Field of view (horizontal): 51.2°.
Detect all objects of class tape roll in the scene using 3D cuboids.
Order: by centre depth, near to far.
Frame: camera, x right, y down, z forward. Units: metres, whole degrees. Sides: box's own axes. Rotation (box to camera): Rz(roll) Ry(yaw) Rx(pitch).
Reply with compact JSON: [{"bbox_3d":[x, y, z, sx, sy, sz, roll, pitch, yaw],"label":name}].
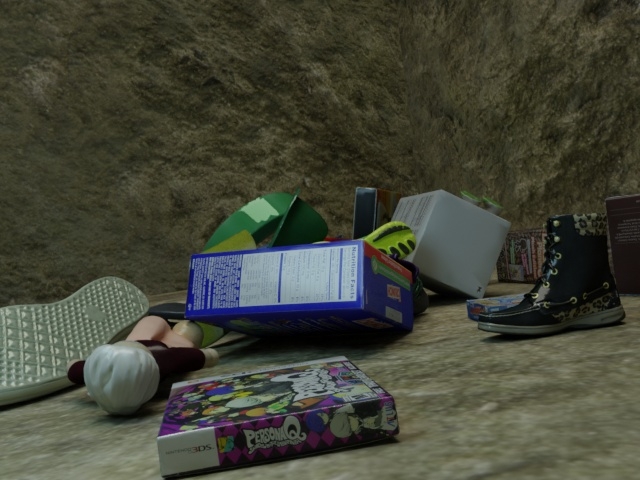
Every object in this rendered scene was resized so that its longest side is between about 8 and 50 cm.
[{"bbox_3d":[-0.138,0.039,1.575,0.321,0.321,0.077,-7,43,-49],"label":"tape roll"}]

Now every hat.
[{"bbox_3d":[0.000,0.000,1.389,0.184,0.208,0.173,27,-38,-3],"label":"hat"}]

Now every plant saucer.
[{"bbox_3d":[-0.171,0.095,1.295,0.045,0.188,0.188,9,23,26],"label":"plant saucer"}]

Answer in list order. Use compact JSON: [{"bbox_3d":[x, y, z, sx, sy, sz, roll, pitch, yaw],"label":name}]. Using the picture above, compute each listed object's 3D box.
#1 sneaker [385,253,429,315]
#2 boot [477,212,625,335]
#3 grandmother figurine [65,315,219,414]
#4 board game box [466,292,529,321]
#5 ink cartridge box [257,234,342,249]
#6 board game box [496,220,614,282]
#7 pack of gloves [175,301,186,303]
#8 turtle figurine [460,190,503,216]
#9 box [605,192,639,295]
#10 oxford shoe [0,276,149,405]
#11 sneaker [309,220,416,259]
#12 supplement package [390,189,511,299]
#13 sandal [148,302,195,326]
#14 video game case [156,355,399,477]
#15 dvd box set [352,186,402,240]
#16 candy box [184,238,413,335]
[{"bbox_3d":[0.171,0.091,1.322,0.098,0.083,0.224,-10,-31,40],"label":"sneaker"},{"bbox_3d":[0.350,0.052,1.039,0.237,0.178,0.085,-6,0,-9],"label":"boot"},{"bbox_3d":[-0.251,0.165,0.930,0.208,0.103,0.342,-15,-1,-6],"label":"grandmother figurine"},{"bbox_3d":[0.383,0.119,1.214,0.201,0.035,0.136,-7,0,-4],"label":"board game box"},{"bbox_3d":[-0.101,0.078,1.526,0.311,0.065,0.185,-20,-35,-36],"label":"ink cartridge box"},{"bbox_3d":[0.648,0.032,1.795,0.232,0.141,0.291,-7,0,-19],"label":"board game box"},{"bbox_3d":[-0.338,0.203,2.124,0.232,0.046,0.195,-3,-13,-35],"label":"pack of gloves"},{"bbox_3d":[0.390,-0.018,1.934,0.198,0.266,0.274,24,19,0],"label":"turtle figurine"},{"bbox_3d":[0.693,-0.001,1.317,0.169,0.203,0.167,-7,0,-31],"label":"box"},{"bbox_3d":[-0.440,0.177,1.094,0.130,0.169,0.449,-50,-6,18],"label":"oxford shoe"},{"bbox_3d":[0.062,0.051,1.396,0.296,0.109,0.123,-15,-21,-20],"label":"sneaker"},{"bbox_3d":[0.290,0.012,1.639,0.199,0.197,0.263,24,-6,-12],"label":"supplement package"},{"bbox_3d":[-0.314,0.195,1.664,0.255,0.054,0.097,3,9,6],"label":"sandal"},{"bbox_3d":[-0.051,0.170,0.684,0.211,0.041,0.232,-8,1,-9],"label":"video game case"},{"bbox_3d":[0.167,0.005,1.933,0.062,0.307,0.420,5,3,16],"label":"dvd box set"},{"bbox_3d":[-0.026,0.094,1.158,0.318,0.122,0.268,-4,-17,22],"label":"candy box"}]
